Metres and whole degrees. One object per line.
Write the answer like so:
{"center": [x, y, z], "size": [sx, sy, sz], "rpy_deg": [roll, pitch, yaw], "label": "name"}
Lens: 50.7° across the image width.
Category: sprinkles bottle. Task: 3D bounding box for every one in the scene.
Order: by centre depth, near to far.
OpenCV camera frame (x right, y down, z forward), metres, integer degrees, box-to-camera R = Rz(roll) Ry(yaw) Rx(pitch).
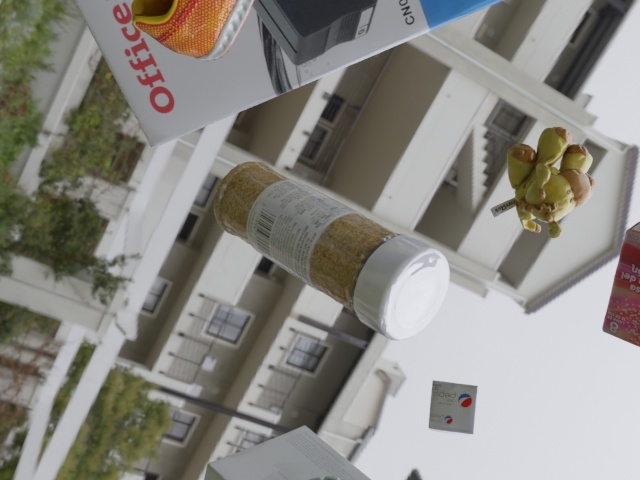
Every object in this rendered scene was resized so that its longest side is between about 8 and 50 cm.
{"center": [0.000, 0.000, 0.900], "size": [0.355, 0.121, 0.121], "rpy_deg": [30, -83, 41], "label": "sprinkles bottle"}

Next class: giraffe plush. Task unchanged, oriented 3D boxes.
{"center": [0.422, -0.097, 1.245], "size": [0.210, 0.181, 0.170], "rpy_deg": [-44, -173, 10], "label": "giraffe plush"}

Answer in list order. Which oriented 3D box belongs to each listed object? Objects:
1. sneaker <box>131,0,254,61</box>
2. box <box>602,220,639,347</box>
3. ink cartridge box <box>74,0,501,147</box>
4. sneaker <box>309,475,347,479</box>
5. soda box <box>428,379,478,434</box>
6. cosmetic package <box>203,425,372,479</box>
{"center": [-0.048, -0.173, 0.348], "size": [0.175, 0.068, 0.064], "rpy_deg": [-56, -147, 27], "label": "sneaker"}
{"center": [0.495, 0.074, 0.742], "size": [0.300, 0.154, 0.142], "rpy_deg": [24, -56, 38], "label": "box"}
{"center": [-0.045, -0.303, 0.671], "size": [0.395, 0.285, 0.166], "rpy_deg": [-21, -162, 11], "label": "ink cartridge box"}
{"center": [0.043, 0.270, 0.647], "size": [0.076, 0.167, 0.064], "rpy_deg": [95, 0, -50], "label": "sneaker"}
{"center": [0.210, 0.272, 1.085], "size": [0.216, 0.069, 0.073], "rpy_deg": [59, 38, -71], "label": "soda box"}
{"center": [-0.041, 0.441, 1.092], "size": [0.224, 0.225, 0.138], "rpy_deg": [30, -66, 38], "label": "cosmetic package"}
